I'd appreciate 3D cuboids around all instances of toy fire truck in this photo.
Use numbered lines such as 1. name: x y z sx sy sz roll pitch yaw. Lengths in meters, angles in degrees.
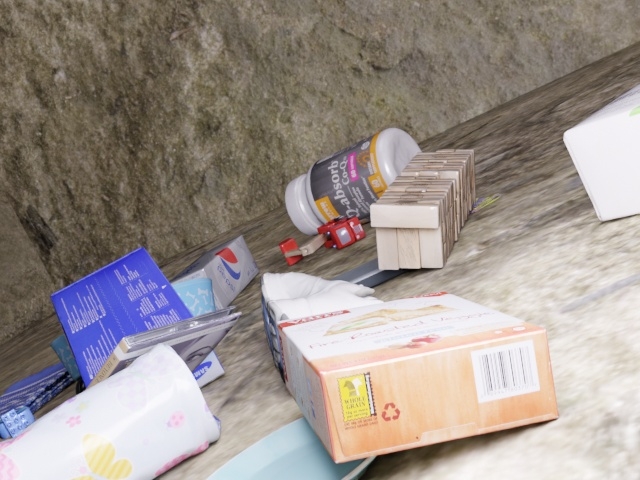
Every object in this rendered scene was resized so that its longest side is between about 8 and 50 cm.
1. toy fire truck: 0.000 0.000 1.855 0.135 0.047 0.192 -29 8 -13

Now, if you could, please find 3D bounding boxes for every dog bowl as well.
1. dog bowl: -0.306 0.155 1.592 0.297 0.074 0.166 -24 -10 11

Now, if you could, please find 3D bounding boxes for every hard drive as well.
1. hard drive: 0.071 0.048 1.346 0.135 0.022 0.094 -25 7 12

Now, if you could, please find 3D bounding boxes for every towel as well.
1. towel: 0.249 -0.058 1.524 0.060 0.009 0.083 -30 8 -19
2. towel: -0.588 0.310 1.776 0.243 0.040 0.336 -25 7 21

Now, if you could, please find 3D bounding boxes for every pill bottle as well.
1. pill bottle: 0.071 -0.112 1.946 0.278 0.162 0.162 -22 8 36

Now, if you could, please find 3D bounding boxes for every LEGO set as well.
1. LEGO set: -0.406 0.275 1.169 0.227 0.087 0.093 -32 8 -28

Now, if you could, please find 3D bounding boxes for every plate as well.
1. plate: -0.021 0.179 0.725 0.188 0.024 0.188 -27 6 3

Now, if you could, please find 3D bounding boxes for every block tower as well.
1. block tower: 0.154 -0.050 1.348 0.091 0.097 0.335 0 16 18

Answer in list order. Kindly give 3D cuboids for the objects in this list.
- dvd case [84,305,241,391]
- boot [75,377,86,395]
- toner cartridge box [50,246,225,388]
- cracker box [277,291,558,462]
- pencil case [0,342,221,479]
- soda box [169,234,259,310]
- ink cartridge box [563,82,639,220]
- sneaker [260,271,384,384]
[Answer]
1. dvd case: -0.200 0.159 1.065 0.164 0.018 0.221 -13 -30 -50
2. boot: -0.318 0.211 1.489 0.099 0.045 0.121 -25 3 18
3. toner cartridge box: -0.269 0.128 1.336 0.165 0.075 0.348 -30 27 -11
4. cracker box: 0.059 0.093 0.721 0.155 0.067 0.232 -10 4 -9
5. pencil case: -0.234 0.207 0.916 0.273 0.113 0.124 -30 21 -22
6. soda box: -0.212 0.076 1.889 0.098 0.091 0.286 -24 8 15
7. ink cartridge box: 0.432 -0.141 1.033 0.273 0.115 0.198 -32 9 -35
8. sneaker: 0.001 0.092 1.074 0.129 0.111 0.297 -12 9 -7
